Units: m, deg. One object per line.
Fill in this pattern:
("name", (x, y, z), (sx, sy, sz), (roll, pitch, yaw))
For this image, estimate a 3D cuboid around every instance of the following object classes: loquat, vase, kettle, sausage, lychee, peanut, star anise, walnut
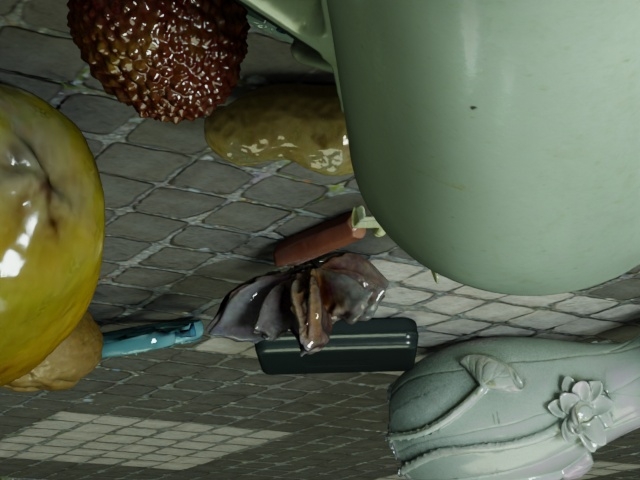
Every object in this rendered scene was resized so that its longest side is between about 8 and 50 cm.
("loquat", (-0.312, 0.002, 1.112), (0.276, 0.276, 0.284), (14, 153, -38))
("vase", (0.330, 0.232, 1.879), (0.445, 0.250, 0.250), (-18, 156, 28))
("kettle", (0.071, -0.163, 0.753), (0.361, 0.250, 0.376), (21, 163, 15))
("sausage", (0.000, -0.001, 1.458), (0.035, 0.030, 0.147), (12, 157, -40))
("lychee", (-0.108, -0.144, 0.894), (0.123, 0.129, 0.123), (-22, 163, -7))
("peanut", (-0.012, -0.093, 1.115), (0.174, 0.080, 0.080), (-1, 161, -5))
("star anise", (-0.021, 0.076, 1.503), (0.229, 0.093, 0.236), (-13, -170, -8))
("walnut", (-0.352, 0.117, 1.613), (0.166, 0.149, 0.166), (16, -172, -2))

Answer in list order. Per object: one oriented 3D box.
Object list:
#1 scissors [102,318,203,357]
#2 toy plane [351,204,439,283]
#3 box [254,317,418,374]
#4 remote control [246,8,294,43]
("scissors", (-0.330, 0.145, 1.791), (0.393, 0.032, 0.180), (-8, -179, 30))
("toy plane", (0.130, -0.025, 1.315), (0.229, 0.092, 0.244), (-11, 161, -17))
("box", (0.024, 0.152, 1.872), (0.230, 0.050, 0.160), (-2, 161, 1))
("remote control", (0.000, -0.167, 0.983), (0.162, 0.029, 0.061), (20, 150, -37))
